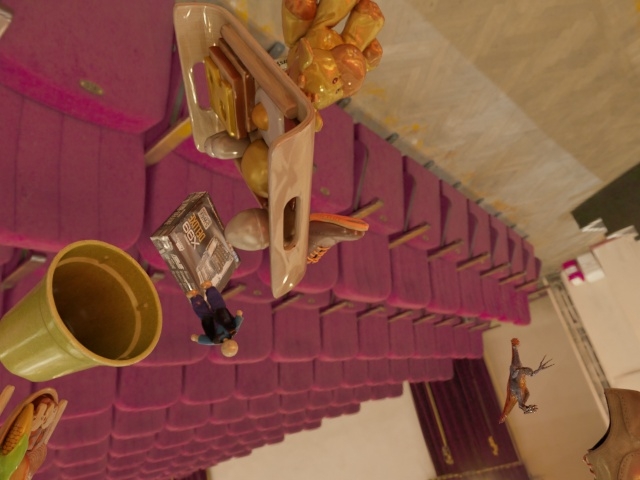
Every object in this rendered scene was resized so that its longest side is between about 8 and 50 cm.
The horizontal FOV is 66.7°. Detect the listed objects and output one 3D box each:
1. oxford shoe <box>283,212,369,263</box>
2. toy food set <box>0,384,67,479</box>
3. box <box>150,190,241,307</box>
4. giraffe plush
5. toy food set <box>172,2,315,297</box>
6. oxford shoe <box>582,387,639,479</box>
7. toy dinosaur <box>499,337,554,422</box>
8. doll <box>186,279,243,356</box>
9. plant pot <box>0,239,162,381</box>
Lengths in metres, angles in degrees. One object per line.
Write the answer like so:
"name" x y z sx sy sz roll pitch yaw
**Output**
"oxford shoe" 0.000 0.000 1.306 0.130 0.132 0.364 8 174 -31
"toy food set" -0.366 0.254 0.614 0.038 0.132 0.192 18 157 1
"box" -0.397 0.031 1.597 0.076 0.242 0.307 -1 127 25
"giraffe plush" 0.003 -0.267 0.721 0.210 0.170 0.181 -31 128 21
"toy food set" -0.102 -0.110 0.568 0.092 0.306 0.219 -20 142 -20
"oxford shoe" 0.557 0.449 0.906 0.130 0.348 0.123 12 169 27
"toy dinosaur" 0.231 0.162 0.579 0.090 0.082 0.047 -33 141 25
"doll" -0.242 0.187 1.113 0.129 0.189 0.046 -32 152 -9
"plant pot" -0.535 0.176 1.041 0.254 0.276 0.276 -27 154 20
